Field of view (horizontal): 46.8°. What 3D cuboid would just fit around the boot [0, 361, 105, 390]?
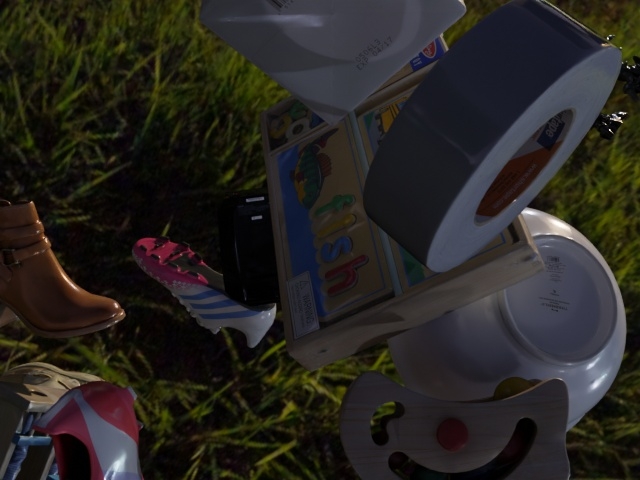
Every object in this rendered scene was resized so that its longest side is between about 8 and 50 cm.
[{"bbox_3d":[-0.572,0.325,1.431,0.261,0.095,0.203,5,17,19],"label":"boot"}]

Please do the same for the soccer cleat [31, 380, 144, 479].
[{"bbox_3d":[-0.193,0.251,0.685,0.095,0.083,0.248,-28,109,-54],"label":"soccer cleat"}]

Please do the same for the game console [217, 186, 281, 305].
[{"bbox_3d":[0.000,0.000,1.329,0.361,0.213,0.044,-7,24,-9],"label":"game console"}]

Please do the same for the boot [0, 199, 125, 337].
[{"bbox_3d":[-0.325,0.029,0.859,0.197,0.153,0.073,3,14,9],"label":"boot"}]

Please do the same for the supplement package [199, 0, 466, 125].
[{"bbox_3d":[0.005,-0.299,0.751,0.175,0.177,0.293,34,34,-30],"label":"supplement package"}]

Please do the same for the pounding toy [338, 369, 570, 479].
[{"bbox_3d":[0.099,0.195,0.731,0.269,0.155,0.154,-16,80,-3],"label":"pounding toy"}]

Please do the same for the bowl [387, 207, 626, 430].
[{"bbox_3d":[0.232,0.080,0.827,0.297,0.134,0.298,5,71,-16],"label":"bowl"}]

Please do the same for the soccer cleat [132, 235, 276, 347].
[{"bbox_3d":[-0.248,0.110,1.498,0.331,0.143,0.116,25,28,14],"label":"soccer cleat"}]

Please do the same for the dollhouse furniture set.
[{"bbox_3d":[-0.270,0.248,0.793,0.183,0.129,0.129,17,83,27],"label":"dollhouse furniture set"}]

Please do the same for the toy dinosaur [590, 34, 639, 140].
[{"bbox_3d":[0.445,-0.282,1.289,0.218,0.164,0.322,35,64,12],"label":"toy dinosaur"}]

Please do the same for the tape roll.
[{"bbox_3d":[0.135,-0.077,0.584,0.072,0.219,0.219,44,44,22],"label":"tape roll"}]

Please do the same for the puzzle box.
[{"bbox_3d":[0.067,-0.074,0.864,0.052,0.272,0.409,48,22,-43],"label":"puzzle box"}]
